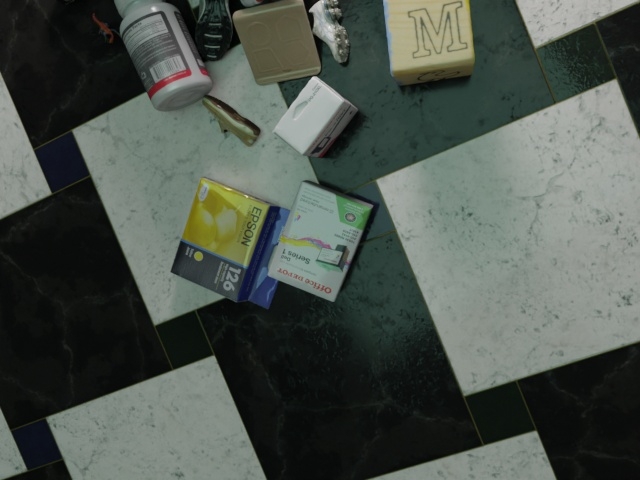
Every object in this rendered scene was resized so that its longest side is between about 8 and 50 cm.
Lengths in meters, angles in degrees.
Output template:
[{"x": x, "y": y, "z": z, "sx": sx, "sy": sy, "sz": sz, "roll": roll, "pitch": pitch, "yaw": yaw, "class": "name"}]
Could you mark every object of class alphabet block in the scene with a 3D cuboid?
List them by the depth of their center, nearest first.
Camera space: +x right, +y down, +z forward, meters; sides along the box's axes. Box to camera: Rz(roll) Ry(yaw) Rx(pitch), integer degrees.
[{"x": 0.270, "y": -0.503, "z": 1.429, "sx": 0.197, "sy": 0.192, "sz": 0.193, "roll": -5, "pitch": 97, "yaw": 14, "class": "alphabet block"}]

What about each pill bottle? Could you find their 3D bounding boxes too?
[{"x": -0.437, "y": -0.532, "z": 1.582, "sx": 0.176, "sy": 0.176, "sz": 0.318, "roll": -24, "pitch": 91, "yaw": 14, "class": "pill bottle"}]

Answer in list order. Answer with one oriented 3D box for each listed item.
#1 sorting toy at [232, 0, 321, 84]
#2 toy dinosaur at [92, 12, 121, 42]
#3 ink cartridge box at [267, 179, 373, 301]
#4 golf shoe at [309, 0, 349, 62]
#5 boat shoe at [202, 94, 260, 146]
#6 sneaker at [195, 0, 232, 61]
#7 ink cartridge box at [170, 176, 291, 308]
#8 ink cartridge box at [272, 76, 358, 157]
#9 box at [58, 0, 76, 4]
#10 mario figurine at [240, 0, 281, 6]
[{"x": -0.112, "y": -0.530, "z": 1.545, "sx": 0.193, "sy": 0.038, "sz": 0.208, "roll": -7, "pitch": 132, "yaw": 13, "class": "sorting toy"}, {"x": -0.622, "y": -0.603, "z": 1.668, "sx": 0.047, "sy": 0.090, "sz": 0.082, "roll": -51, "pitch": 40, "yaw": 3, "class": "toy dinosaur"}, {"x": 0.000, "y": 0.000, "z": 1.575, "sx": 0.201, "sy": 0.117, "sz": 0.278, "roll": 22, "pitch": 100, "yaw": 4, "class": "ink cartridge box"}, {"x": 0.022, "y": -0.555, "z": 1.550, "sx": 0.086, "sy": 0.069, "sz": 0.176, "roll": -13, "pitch": 91, "yaw": 33, "class": "golf shoe"}, {"x": -0.263, "y": -0.333, "z": 1.628, "sx": 0.190, "sy": 0.068, "sz": 0.072, "roll": 38, "pitch": 114, "yaw": 5, "class": "boat shoe"}, {"x": -0.289, "y": -0.633, "z": 1.588, "sx": 0.100, "sy": 0.108, "sz": 0.271, "roll": 3, "pitch": 114, "yaw": -6, "class": "sneaker"}, {"x": -0.247, "y": 0.012, "z": 1.663, "sx": 0.307, "sy": 0.072, "sz": 0.303, "roll": 22, "pitch": 101, "yaw": 11, "class": "ink cartridge box"}, {"x": -0.007, "y": -0.308, "z": 1.485, "sx": 0.100, "sy": 0.237, "sz": 0.172, "roll": 40, "pitch": 103, "yaw": 5, "class": "ink cartridge box"}, {"x": -0.730, "y": -0.730, "z": 1.680, "sx": 0.083, "sy": 0.062, "sz": 0.052, "roll": -11, "pitch": 93, "yaw": 14, "class": "box"}, {"x": -0.132, "y": -0.693, "z": 1.424, "sx": 0.170, "sy": 0.320, "sz": 0.198, "roll": 4, "pitch": 97, "yaw": 11, "class": "mario figurine"}]
